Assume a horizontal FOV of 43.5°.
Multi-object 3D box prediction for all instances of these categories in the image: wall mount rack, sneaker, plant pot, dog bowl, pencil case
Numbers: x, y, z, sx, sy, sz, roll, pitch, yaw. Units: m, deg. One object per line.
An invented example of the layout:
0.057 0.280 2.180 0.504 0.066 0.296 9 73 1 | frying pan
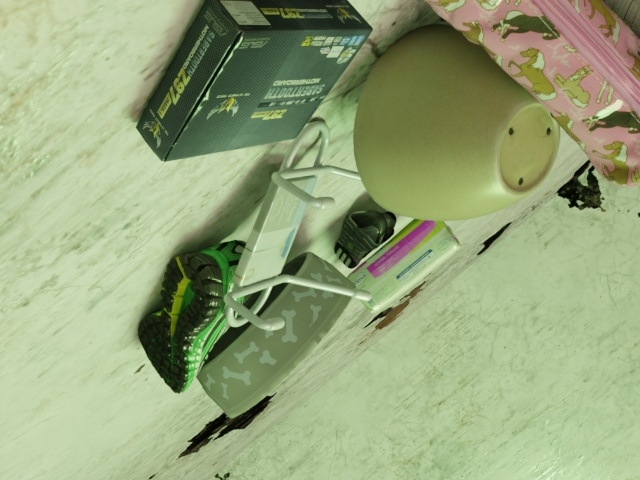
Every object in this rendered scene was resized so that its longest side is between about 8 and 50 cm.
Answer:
0.000 0.000 1.225 0.304 0.131 0.350 -15 133 -59 | wall mount rack
0.111 -0.031 1.642 0.132 0.086 0.228 -36 174 -25 | sneaker
0.215 -0.146 1.112 0.284 0.191 0.284 -16 117 -35 | plant pot
-0.092 0.160 1.464 0.349 0.102 0.349 -43 -173 7 | dog bowl
-0.193 0.132 1.322 0.146 0.134 0.343 -24 157 -43 | sneaker
0.287 -0.230 0.945 0.160 0.386 0.167 -28 -149 46 | pencil case

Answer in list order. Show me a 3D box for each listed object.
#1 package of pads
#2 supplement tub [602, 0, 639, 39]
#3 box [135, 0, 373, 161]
0.164 0.044 1.656 0.229 0.101 0.296 -39 177 -2 | package of pads
0.441 -0.362 0.982 0.235 0.325 0.235 -40 161 -16 | supplement tub
-0.068 -0.181 0.889 0.233 0.059 0.183 -18 155 -51 | box
